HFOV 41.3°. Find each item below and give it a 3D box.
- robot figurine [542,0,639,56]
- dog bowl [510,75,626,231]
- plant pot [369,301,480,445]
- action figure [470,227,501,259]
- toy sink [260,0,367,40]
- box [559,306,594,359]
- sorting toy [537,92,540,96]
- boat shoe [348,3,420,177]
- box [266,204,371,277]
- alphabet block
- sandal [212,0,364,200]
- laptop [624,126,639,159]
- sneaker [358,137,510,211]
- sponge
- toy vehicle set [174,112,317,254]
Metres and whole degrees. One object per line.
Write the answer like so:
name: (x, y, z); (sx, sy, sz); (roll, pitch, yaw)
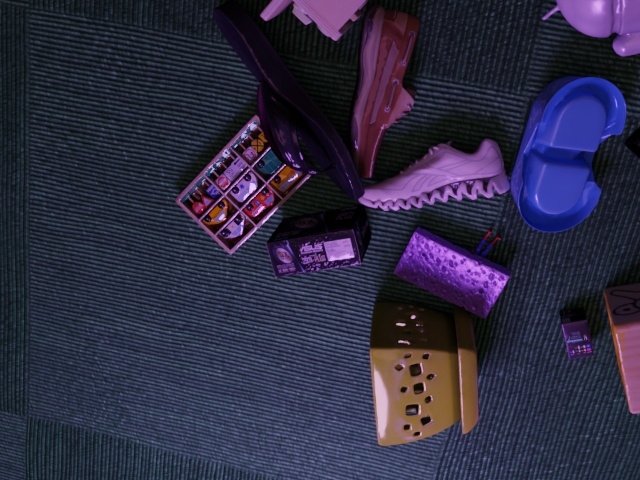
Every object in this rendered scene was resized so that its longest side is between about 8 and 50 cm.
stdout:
robot figurine: (0.538, -0.446, 1.387); (0.354, 0.199, 0.299); (-7, 124, 15)
dog bowl: (0.446, -0.164, 1.561); (0.166, 0.074, 0.297); (5, 115, -16)
plant pot: (0.214, 0.263, 1.727); (0.207, 0.227, 0.228); (-3, 110, 7)
action figure: (0.319, 0.030, 1.715); (0.038, 0.030, 0.115); (31, 117, -4)
toy sink: (0.027, -0.450, 1.521); (0.131, 0.153, 0.234); (44, 112, -7)
box: (0.517, 0.188, 1.715); (0.052, 0.062, 0.083); (-12, 108, 15)
sorting toy: (0.445, -0.241, 1.589); (0.083, 0.012, 0.062); (7, 112, 9)
boat shoe: (0.120, -0.271, 1.590); (0.120, 0.122, 0.323); (6, 115, -2)
box: (0.000, 0.000, 1.705); (0.180, 0.147, 0.077); (-9, 109, 16)
alphabet block: (0.664, 0.191, 1.618); (0.197, 0.192, 0.193); (-12, 106, 17)
sandal: (-0.079, -0.244, 1.614); (0.107, 0.167, 0.445); (-37, 92, -8)
laptop: (0.748, -0.172, 1.553); (0.264, 0.137, 0.234); (49, 114, 19)
sneaker: (0.212, -0.127, 1.642); (0.292, 0.110, 0.118); (-10, 101, 7)
sponge: (0.265, 0.065, 1.717); (0.210, 0.031, 0.117); (26, 125, 7)
toy vehicle set: (-0.156, -0.116, 1.753); (0.166, 0.035, 0.267); (44, 113, -7)
